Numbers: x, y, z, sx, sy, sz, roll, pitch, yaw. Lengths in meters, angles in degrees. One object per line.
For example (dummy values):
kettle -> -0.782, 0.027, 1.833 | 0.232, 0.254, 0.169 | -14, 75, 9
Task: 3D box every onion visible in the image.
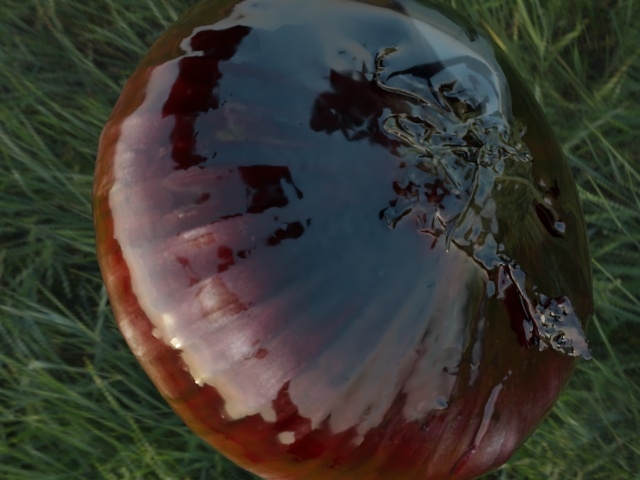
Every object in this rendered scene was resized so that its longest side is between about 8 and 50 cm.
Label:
onion -> 0.000, 0.000, 0.626 | 0.285, 0.273, 0.273 | -18, 66, 57
